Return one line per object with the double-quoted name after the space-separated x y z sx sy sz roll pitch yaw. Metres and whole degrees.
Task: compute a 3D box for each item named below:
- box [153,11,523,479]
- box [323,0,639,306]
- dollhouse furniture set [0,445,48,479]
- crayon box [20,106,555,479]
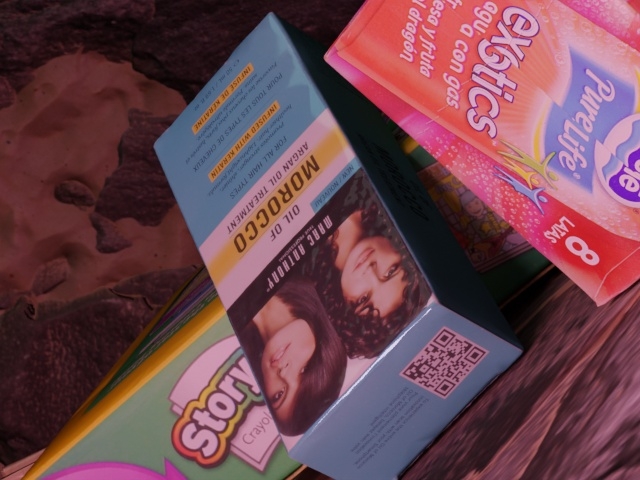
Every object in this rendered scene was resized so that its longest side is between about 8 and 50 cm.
0.000 0.000 0.941 0.100 0.060 0.244 -47 38 16 "box"
0.162 -0.139 0.786 0.300 0.154 0.142 -49 1 -33 "box"
-0.275 0.333 1.166 0.394 0.256 0.362 -26 3 6 "dollhouse furniture set"
0.020 0.015 1.169 0.363 0.106 0.313 -41 7 24 "crayon box"
